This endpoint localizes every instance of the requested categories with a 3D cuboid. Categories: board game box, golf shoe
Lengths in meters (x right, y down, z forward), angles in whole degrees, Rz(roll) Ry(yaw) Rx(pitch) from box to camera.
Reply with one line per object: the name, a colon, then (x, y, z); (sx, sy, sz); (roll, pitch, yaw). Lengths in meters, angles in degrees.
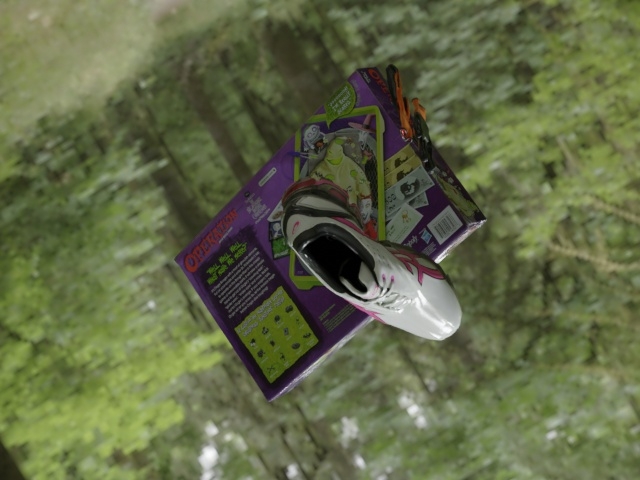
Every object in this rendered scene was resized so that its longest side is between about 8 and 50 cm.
board game box: (0.000, 0.000, 1.502); (0.347, 0.208, 0.056); (-43, 168, 34)
golf shoe: (0.039, 0.032, 1.092); (0.067, 0.186, 0.086); (-43, -156, 24)

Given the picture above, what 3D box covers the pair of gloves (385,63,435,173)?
pair of gloves: (0.070, -0.094, 1.077); (0.010, 0.083, 0.074); (-19, -127, 17)
